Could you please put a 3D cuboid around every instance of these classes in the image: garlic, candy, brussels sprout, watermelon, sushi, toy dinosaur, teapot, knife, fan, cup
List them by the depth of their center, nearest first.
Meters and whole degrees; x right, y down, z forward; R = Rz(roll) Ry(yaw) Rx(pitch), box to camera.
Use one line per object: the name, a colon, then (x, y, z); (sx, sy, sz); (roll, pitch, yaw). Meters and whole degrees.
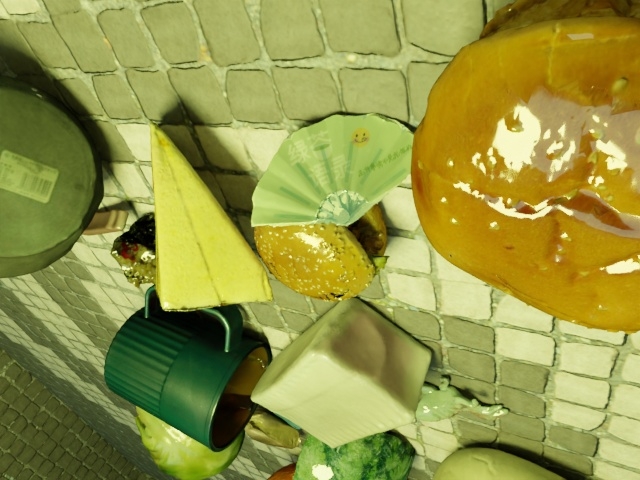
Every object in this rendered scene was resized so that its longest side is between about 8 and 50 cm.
fan: (0.009, -0.078, 0.601); (0.240, 0.009, 0.131); (-21, 82, 22)
teapot: (-0.536, -0.088, 0.868); (0.362, 0.305, 0.376); (2, 164, 45)
sushi: (-0.272, 0.043, 0.935); (0.213, 0.115, 0.147); (17, 141, 16)
candy: (0.026, 0.259, 0.953); (0.208, 0.145, 0.358); (33, 144, -4)
toy dinosaur: (0.206, 0.318, 0.965); (0.167, 0.053, 0.242); (33, 135, -13)
cup: (-0.296, 0.270, 1.111); (0.292, 0.242, 0.307); (19, 144, 20)
watermelon: (0.054, 0.532, 1.158); (0.256, 0.260, 0.176); (35, 152, -4)
brussels sprout: (-0.364, 0.493, 1.389); (0.344, 0.268, 0.344); (26, 145, 20)
garlic: (-0.146, 0.511, 1.392); (0.101, 0.087, 0.195); (1, 148, 43)
knife: (-0.152, 0.449, 1.395); (0.244, 0.032, 0.058); (22, 155, 20)

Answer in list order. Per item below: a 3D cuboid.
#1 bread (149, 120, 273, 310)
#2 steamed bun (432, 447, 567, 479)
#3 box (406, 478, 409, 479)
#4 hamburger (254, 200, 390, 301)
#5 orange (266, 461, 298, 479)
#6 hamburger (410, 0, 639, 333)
bread: (-0.162, -0.036, 0.746); (0.168, 0.163, 0.263); (-159, 67, -70)
steamed bun: (0.358, 0.572, 0.994); (0.312, 0.233, 0.333); (21, 145, 19)
box: (0.072, 0.740, 1.242); (0.264, 0.415, 0.116); (44, 138, -17)
hamburger: (-0.008, -0.005, 0.698); (0.182, 0.118, 0.191); (-19, 116, 41)
orange: (-0.020, 0.851, 1.458); (0.326, 0.424, 0.424); (-14, 129, 12)
hamburger: (0.223, -0.052, 0.439); (0.290, 0.170, 0.314); (23, 144, 22)
